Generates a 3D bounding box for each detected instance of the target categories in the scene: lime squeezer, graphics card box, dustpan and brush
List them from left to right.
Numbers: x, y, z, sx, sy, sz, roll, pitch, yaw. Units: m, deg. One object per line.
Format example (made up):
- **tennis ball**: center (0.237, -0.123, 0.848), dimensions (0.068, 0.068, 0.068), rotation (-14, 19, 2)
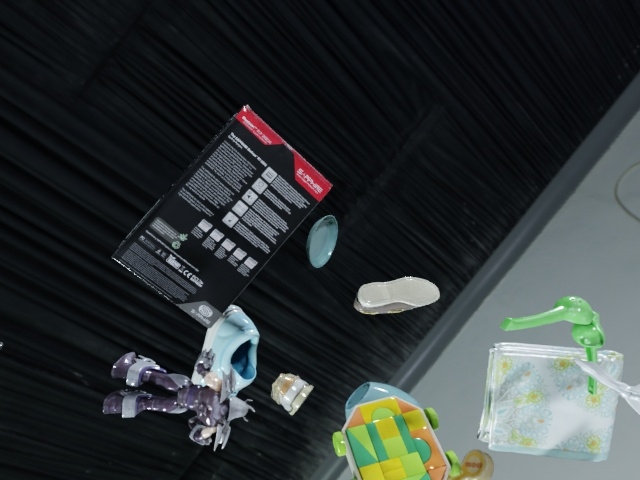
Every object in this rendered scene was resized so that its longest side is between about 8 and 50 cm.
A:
- **graphics card box**: center (-0.184, -0.043, 0.956), dimensions (0.371, 0.233, 0.094), rotation (-51, 20, -4)
- **lime squeezer**: center (0.404, 0.155, 0.782), dimensions (0.059, 0.310, 0.110), rotation (10, 70, 55)
- **dustpan and brush**: center (0.473, 0.232, 0.715), dimensions (0.060, 0.147, 0.211), rotation (-39, 53, -2)

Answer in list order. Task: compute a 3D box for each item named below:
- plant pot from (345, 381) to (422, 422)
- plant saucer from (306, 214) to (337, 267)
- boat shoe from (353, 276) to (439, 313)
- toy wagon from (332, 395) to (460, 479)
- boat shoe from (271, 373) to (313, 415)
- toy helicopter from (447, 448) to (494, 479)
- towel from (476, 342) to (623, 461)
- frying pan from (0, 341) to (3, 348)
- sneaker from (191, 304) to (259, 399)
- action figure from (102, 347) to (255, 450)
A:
- **plant pot**: center (0.205, 0.648, 1.845), dimensions (0.290, 0.195, 0.290), rotation (-44, 2, 2)
- **plant saucer**: center (0.000, 0.000, 1.086), dimensions (0.021, 0.119, 0.119), rotation (16, 68, 26)
- **boat shoe**: center (0.282, 0.213, 1.834), dimensions (0.097, 0.324, 0.117), rotation (112, 149, -53)
- **toy wagon**: center (0.191, 0.535, 1.159), dimensions (0.267, 0.068, 0.344), rotation (-10, 42, -13)
- **boat shoe**: center (-0.091, 0.464, 1.530), dimensions (0.113, 0.103, 0.302), rotation (-50, -10, -22)
- **toy helicopter**: center (0.326, 0.679, 1.368), dimensions (0.355, 0.140, 0.235), rotation (-45, 22, 21)
- **towel**: center (0.657, 0.464, 1.423), dimensions (0.090, 0.374, 0.321), rotation (-69, -18, -76)
- **frying pan**: center (-0.920, 0.367, 1.242), dimensions (0.197, 0.053, 0.326), rotation (20, 34, 26)
- **sneaker**: center (-0.248, 0.364, 1.319), dimensions (0.150, 0.135, 0.366), rotation (33, 121, 41)
- **action figure**: center (-0.261, 0.294, 0.946), dimensions (0.099, 0.285, 0.185), rotation (17, -98, -81)
